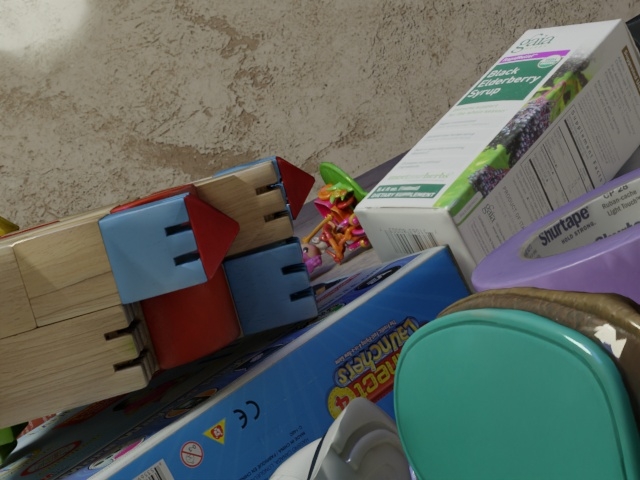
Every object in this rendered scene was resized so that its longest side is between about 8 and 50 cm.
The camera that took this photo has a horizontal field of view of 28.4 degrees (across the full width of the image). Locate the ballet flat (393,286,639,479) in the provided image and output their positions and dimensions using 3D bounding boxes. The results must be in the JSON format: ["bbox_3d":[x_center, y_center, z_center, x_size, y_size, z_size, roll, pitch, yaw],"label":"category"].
[{"bbox_3d":[0.140,0.065,0.388,0.124,0.116,0.342,-8,-1,-19],"label":"ballet flat"}]

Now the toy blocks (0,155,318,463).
[{"bbox_3d":[-0.122,0.024,0.822,0.261,0.190,0.381,-16,6,1],"label":"toy blocks"}]

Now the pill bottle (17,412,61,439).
[{"bbox_3d":[-0.330,0.191,1.273,0.121,0.121,0.216,-22,8,43],"label":"pill bottle"}]

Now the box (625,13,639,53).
[{"bbox_3d":[0.398,-0.176,1.082,0.165,0.143,0.270,-30,6,-27],"label":"box"}]

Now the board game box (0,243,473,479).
[{"bbox_3d":[-0.087,0.132,0.855,0.308,0.086,0.302,-32,7,-37],"label":"board game box"}]

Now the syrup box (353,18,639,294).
[{"bbox_3d":[0.142,-0.059,0.920,0.093,0.096,0.237,4,42,49],"label":"syrup box"}]

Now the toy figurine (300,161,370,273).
[{"bbox_3d":[0.000,0.000,1.681,0.159,0.130,0.173,-42,34,-12],"label":"toy figurine"}]

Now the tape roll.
[{"bbox_3d":[0.184,0.014,0.696,0.189,0.080,0.189,-27,5,2],"label":"tape roll"}]

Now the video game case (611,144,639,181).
[{"bbox_3d":[0.187,-0.044,1.055,0.190,0.022,0.173,-23,5,16],"label":"video game case"}]

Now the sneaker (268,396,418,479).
[{"bbox_3d":[-0.022,0.150,0.503,0.095,0.090,0.235,-39,-4,26],"label":"sneaker"}]
